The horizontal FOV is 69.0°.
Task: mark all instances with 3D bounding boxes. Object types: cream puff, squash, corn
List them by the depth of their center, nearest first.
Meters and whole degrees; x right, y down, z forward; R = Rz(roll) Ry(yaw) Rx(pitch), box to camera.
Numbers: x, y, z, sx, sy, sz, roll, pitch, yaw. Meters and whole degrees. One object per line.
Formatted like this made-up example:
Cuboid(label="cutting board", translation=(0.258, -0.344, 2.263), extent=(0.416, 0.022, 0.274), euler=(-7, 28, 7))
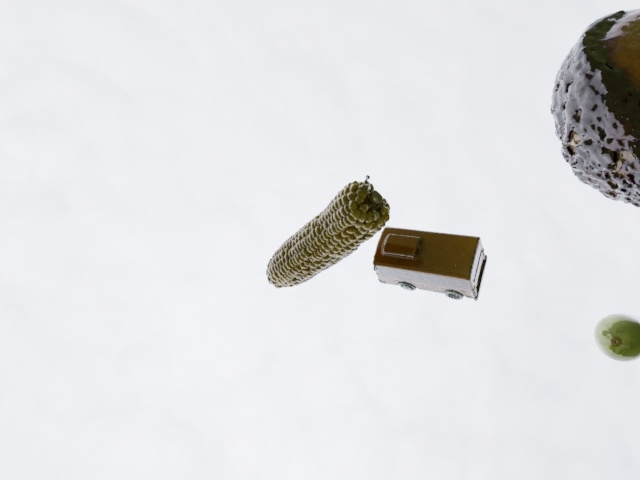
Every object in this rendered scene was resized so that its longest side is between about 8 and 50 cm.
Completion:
Cuboid(label="cream puff", translation=(0.372, -0.140, 0.507), extent=(0.238, 0.165, 0.239), euler=(-3, -127, 5))
Cuboid(label="squash", translation=(0.563, 0.176, 0.843), extent=(0.250, 0.083, 0.083), euler=(12, -102, -44))
Cuboid(label="corn", translation=(0.004, 0.002, 0.857), extent=(0.101, 0.313, 0.102), euler=(23, -131, -29))

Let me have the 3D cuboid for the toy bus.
Cuboid(label="toy bus", translation=(0.199, 0.039, 0.878), extent=(0.200, 0.114, 0.098), euler=(8, -116, 30))
